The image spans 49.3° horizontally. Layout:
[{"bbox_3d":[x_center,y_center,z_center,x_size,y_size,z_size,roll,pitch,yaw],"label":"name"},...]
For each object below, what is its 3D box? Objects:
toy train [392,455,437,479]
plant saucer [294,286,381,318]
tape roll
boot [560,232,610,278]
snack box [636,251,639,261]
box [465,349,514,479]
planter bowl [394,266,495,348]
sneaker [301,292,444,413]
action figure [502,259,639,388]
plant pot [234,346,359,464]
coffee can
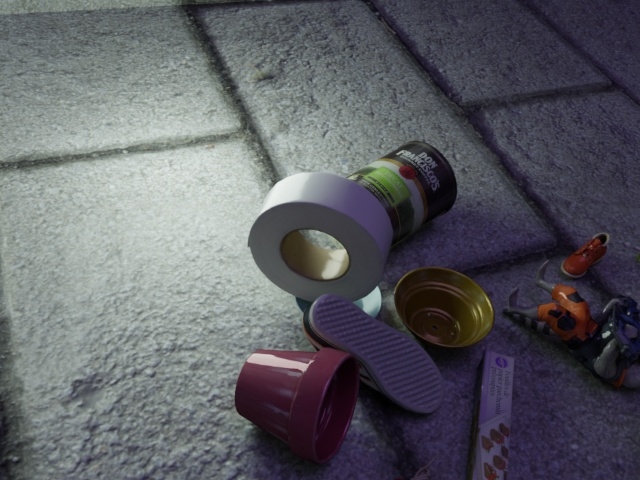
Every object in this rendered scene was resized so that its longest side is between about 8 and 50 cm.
[{"bbox_3d":[0.166,0.473,1.162,0.248,0.105,0.143,-28,51,-33],"label":"toy train"},{"bbox_3d":[0.036,0.129,1.531,0.195,0.037,0.195,5,45,-5],"label":"plant saucer"},{"bbox_3d":[0.000,0.000,1.425,0.286,0.286,0.100,16,46,5],"label":"tape roll"},{"bbox_3d":[0.651,0.034,1.712,0.158,0.084,0.059,-29,59,-31],"label":"boot"},{"bbox_3d":[0.853,0.027,1.716,0.037,0.141,0.100,-14,50,-24],"label":"snack box"},{"bbox_3d":[0.326,0.360,1.342,0.063,0.067,0.324,16,46,4],"label":"box"},{"bbox_3d":[0.255,0.165,1.500,0.217,0.090,0.217,6,46,-6],"label":"planter bowl"},{"bbox_3d":[0.101,0.225,1.394,0.321,0.127,0.126,41,66,-5],"label":"sneaker"},{"bbox_3d":[0.589,0.194,1.533,0.330,0.178,0.341,42,25,19],"label":"action figure"},{"bbox_3d":[-0.047,0.283,1.271,0.180,0.201,0.201,11,43,22],"label":"plant pot"},{"bbox_3d":[0.162,-0.094,1.660,0.275,0.201,0.201,-32,59,-34],"label":"coffee can"}]
